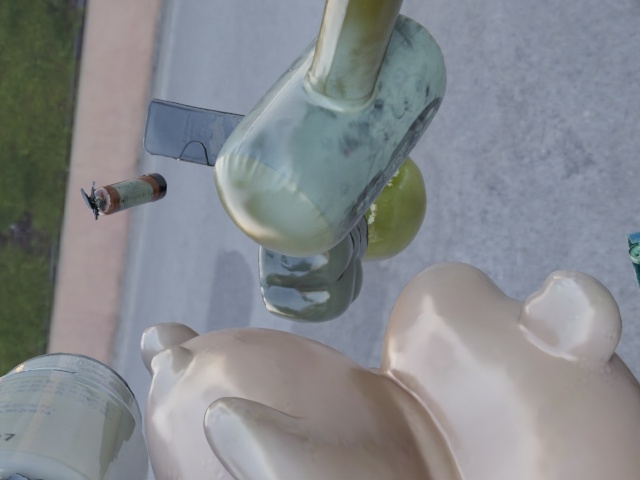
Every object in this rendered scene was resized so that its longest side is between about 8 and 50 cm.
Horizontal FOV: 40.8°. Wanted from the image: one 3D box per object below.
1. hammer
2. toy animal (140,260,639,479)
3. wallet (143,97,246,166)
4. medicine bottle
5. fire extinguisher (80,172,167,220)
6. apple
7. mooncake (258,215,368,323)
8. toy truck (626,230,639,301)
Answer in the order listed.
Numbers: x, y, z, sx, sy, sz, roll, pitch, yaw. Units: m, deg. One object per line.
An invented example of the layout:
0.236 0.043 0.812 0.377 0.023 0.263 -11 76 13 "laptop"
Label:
0.020 -0.126 0.538 0.202 0.113 0.305 -56 -10 -27 "hammer"
0.070 0.109 0.522 0.247 0.345 0.277 -41 28 6 "toy animal"
-0.171 -0.148 1.214 0.018 0.156 0.082 -65 -13 -80 "wallet"
-0.179 0.159 0.537 0.258 0.143 0.143 -132 48 -79 "medicine bottle"
-0.323 -0.076 1.399 0.050 0.177 0.062 6 106 27 "fire extinguisher"
0.076 -0.083 1.681 0.262 0.262 0.262 -177 90 -65 "apple"
0.000 0.000 1.364 0.275 0.135 0.275 5 -90 -75 "mooncake"
0.286 0.051 0.625 0.175 0.081 0.067 -94 -19 -57 "toy truck"
